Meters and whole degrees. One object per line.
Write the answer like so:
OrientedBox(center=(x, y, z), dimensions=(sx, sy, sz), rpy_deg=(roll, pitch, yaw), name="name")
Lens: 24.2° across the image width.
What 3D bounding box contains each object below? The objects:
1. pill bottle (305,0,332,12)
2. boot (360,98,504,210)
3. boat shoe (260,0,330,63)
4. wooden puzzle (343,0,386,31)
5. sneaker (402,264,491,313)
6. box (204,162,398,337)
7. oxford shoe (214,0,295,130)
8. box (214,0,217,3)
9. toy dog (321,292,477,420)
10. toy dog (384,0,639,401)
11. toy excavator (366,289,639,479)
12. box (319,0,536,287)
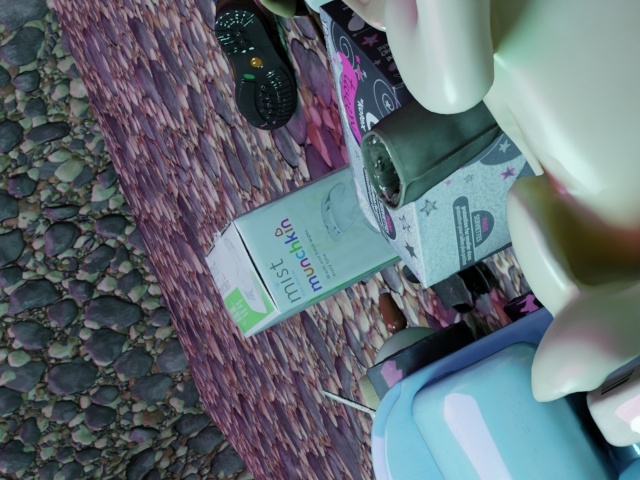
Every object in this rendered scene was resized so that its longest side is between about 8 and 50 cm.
OrientedBox(center=(-0.031, -0.350, 1.420), dimensions=(0.272, 0.152, 0.152), rpy_deg=(56, 164, 22), name="pill bottle")
OrientedBox(center=(0.128, -0.127, 1.144), dimensions=(0.076, 0.209, 0.189), rpy_deg=(57, 164, 35), name="boot")
OrientedBox(center=(-0.012, -0.280, 1.527), dimensions=(0.342, 0.123, 0.123), rpy_deg=(59, 165, 16), name="boat shoe")
OrientedBox(center=(0.049, -0.314, 1.229), dimensions=(0.238, 0.044, 0.221), rpy_deg=(46, 119, 43), name="wooden puzzle")
OrientedBox(center=(0.145, 0.049, 1.709), dimensions=(0.089, 0.051, 0.170), rpy_deg=(65, 163, 10), name="sneaker")
OrientedBox(center=(0.000, 0.000, 1.769), dimensions=(0.126, 0.231, 0.262), rpy_deg=(63, 165, 3), name="box")
OrientedBox(center=(-0.084, -0.243, 1.977), dimensions=(0.096, 0.083, 0.227), rpy_deg=(-100, -4, -45), name="oxford shoe")
OrientedBox(center=(-0.187, -0.432, 2.043), dimensions=(0.225, 0.037, 0.136), rpy_deg=(52, 162, 40), name="box")
OrientedBox(center=(0.107, 0.142, 1.660), dimensions=(0.161, 0.220, 0.334), rpy_deg=(62, 166, -3), name="toy dog")
OrientedBox(center=(0.179, -0.171, 0.885), dimensions=(0.408, 0.285, 0.395), rpy_deg=(61, -158, 3), name="toy dog")
OrientedBox(center=(0.225, 0.135, 1.175), dimensions=(0.222, 0.433, 0.445), rpy_deg=(63, -166, 3), name="toy excavator")
OrientedBox(center=(0.113, -0.107, 1.320), dimensions=(0.142, 0.163, 0.247), rpy_deg=(52, 162, 43), name="box")
